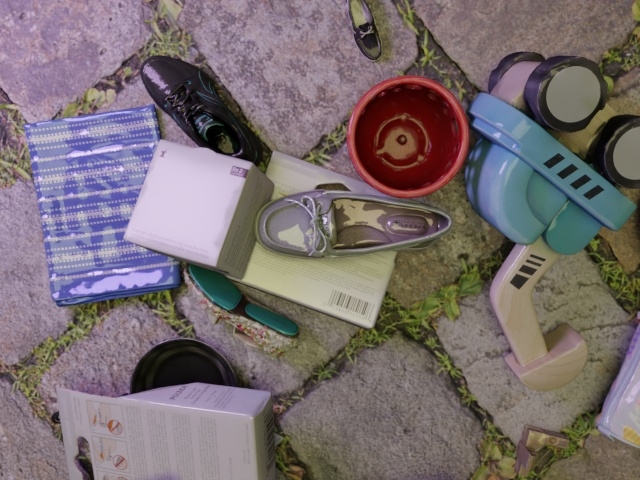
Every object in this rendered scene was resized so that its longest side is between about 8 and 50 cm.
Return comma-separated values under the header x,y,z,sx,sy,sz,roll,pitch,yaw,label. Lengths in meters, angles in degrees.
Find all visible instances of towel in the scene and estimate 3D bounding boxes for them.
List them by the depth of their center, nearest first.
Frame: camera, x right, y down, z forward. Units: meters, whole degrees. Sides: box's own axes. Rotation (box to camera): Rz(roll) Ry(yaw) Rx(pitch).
x,y,z,sx,sy,sz,roll,pitch,yaw,label
-0.389,-0.060,1.254,0.243,0.040,0.336,-8,94,2,towel

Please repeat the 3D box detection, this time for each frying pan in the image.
x,y,z,sx,sy,sz,roll,pitch,yaw,label
-0.297,0.306,1.270,0.326,0.053,0.197,-34,93,5,frying pan

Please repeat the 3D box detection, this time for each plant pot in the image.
x,y,z,sx,sy,sz,roll,pitch,yaw,label
0.138,-0.165,1.161,0.191,0.174,0.191,0,94,1,plant pot

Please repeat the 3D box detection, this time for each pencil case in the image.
x,y,z,sx,sy,sz,roll,pitch,yaw,label
0.571,0.222,1.200,0.124,0.113,0.273,14,98,-36,pencil case

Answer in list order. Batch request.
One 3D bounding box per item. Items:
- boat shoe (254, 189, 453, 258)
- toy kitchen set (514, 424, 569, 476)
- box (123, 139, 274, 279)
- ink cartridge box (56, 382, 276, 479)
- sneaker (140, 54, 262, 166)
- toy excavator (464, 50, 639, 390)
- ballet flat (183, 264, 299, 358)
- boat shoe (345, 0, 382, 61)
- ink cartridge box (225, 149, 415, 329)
x,y,z,sx,sy,sz,roll,pitch,yaw,label
0.053,-0.028,1.151,0.320,0.103,0.118,3,84,-8,boat shoe
0.396,0.385,1.244,0.075,0.068,0.083,13,95,1,toy kitchen set
-0.198,-0.051,1.168,0.180,0.119,0.182,16,81,19,box
-0.267,0.401,1.246,0.384,0.091,0.308,4,108,18,ink cartridge box
-0.206,-0.226,1.204,0.267,0.106,0.101,42,95,0,sneaker
0.356,-0.023,1.153,0.433,0.222,0.445,35,101,-15,toy excavator
-0.150,0.133,1.241,0.241,0.091,0.077,33,117,3,ballet flat
0.076,-0.373,1.216,0.046,0.038,0.125,-16,93,3,boat shoe
0.000,0.000,1.236,0.275,0.060,0.239,20,81,1,ink cartridge box
